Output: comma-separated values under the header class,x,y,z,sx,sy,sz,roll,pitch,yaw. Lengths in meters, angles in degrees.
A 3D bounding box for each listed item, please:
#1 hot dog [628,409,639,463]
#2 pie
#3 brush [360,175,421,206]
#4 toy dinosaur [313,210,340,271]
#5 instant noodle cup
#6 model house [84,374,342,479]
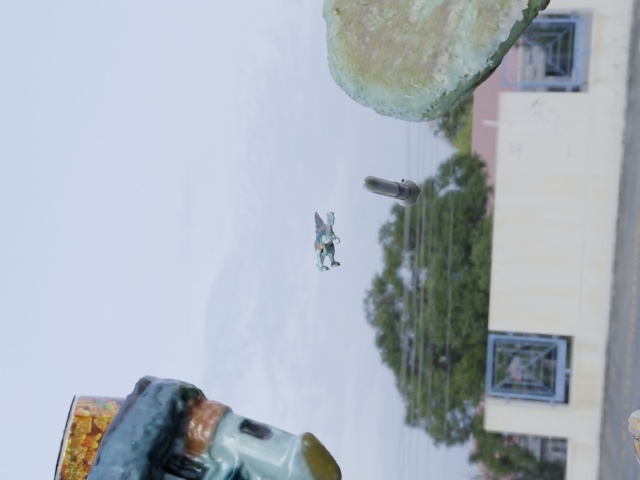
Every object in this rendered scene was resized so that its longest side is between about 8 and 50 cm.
class,x,y,z,sx,sy,sz,roll,pitch,yaw
hot dog,0.575,0.327,1.225,0.072,0.269,0.109,-29,-67,-25
pie,0.123,-0.277,0.848,0.070,0.323,0.323,15,-104,-45
brush,0.099,-0.077,1.164,0.042,0.039,0.299,-62,-17,7
toy dinosaur,0.003,-0.001,1.467,0.187,0.044,0.106,-172,69,-83
instant noodle cup,-0.263,0.302,1.099,0.213,0.174,0.213,-169,90,-79
model house,-0.066,0.280,0.720,0.253,0.291,0.184,-63,-15,-53
